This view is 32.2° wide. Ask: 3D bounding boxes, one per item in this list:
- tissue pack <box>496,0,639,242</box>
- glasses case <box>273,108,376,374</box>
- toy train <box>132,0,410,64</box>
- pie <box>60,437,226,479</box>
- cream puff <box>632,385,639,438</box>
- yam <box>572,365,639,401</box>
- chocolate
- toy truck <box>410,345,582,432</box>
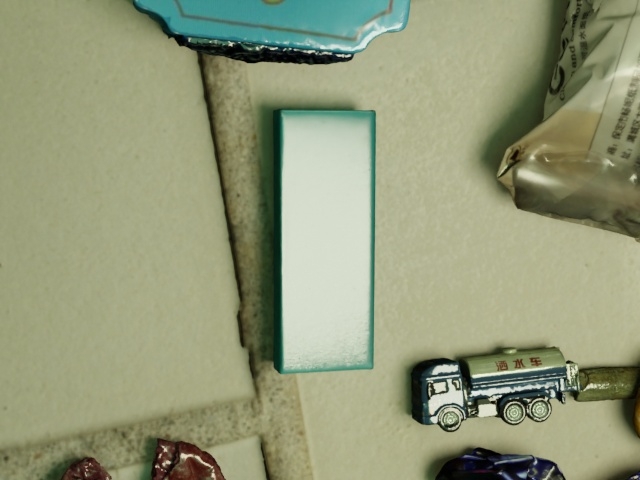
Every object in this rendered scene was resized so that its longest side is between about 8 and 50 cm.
[{"bbox_3d":[0.431,-0.172,1.244,0.390,0.195,0.375,16,92,6],"label":"tissue pack"},{"bbox_3d":[0.002,0.000,1.282,0.117,0.070,0.301,0,94,-14],"label":"glasses case"},{"bbox_3d":[-0.058,-0.321,1.180,0.300,0.188,0.265,5,100,-10],"label":"toy train"},{"bbox_3d":[-0.211,0.331,1.292,0.219,0.054,0.204,1,96,-10],"label":"pie"},{"bbox_3d":[0.443,0.199,1.327,0.126,0.103,0.144,-25,127,-28],"label":"cream puff"},{"bbox_3d":[0.355,0.176,1.361,0.094,0.043,0.043,0,96,-9],"label":"yam"},{"bbox_3d":[0.306,0.318,1.328,0.343,0.148,0.126,5,64,-2],"label":"chocolate"},{"bbox_3d":[0.210,0.174,1.324,0.202,0.074,0.088,-5,92,-8],"label":"toy truck"}]
